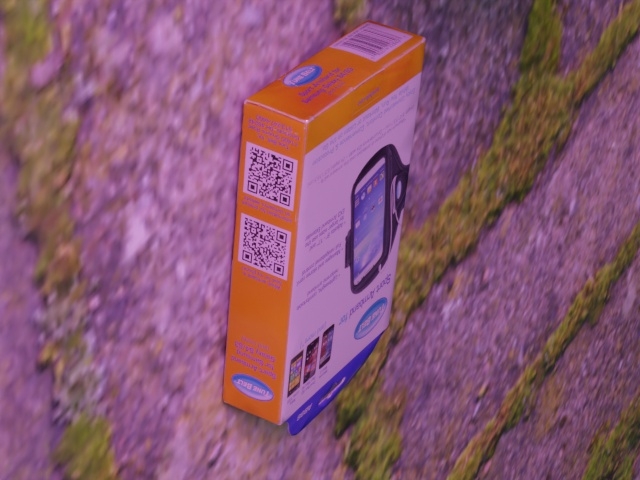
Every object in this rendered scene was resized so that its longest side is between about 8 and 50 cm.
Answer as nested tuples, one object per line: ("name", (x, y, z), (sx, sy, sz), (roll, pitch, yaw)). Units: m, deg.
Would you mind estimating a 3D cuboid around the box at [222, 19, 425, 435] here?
("box", (0.000, 0.000, 0.668), (0.081, 0.028, 0.136), (-38, 144, -50))
